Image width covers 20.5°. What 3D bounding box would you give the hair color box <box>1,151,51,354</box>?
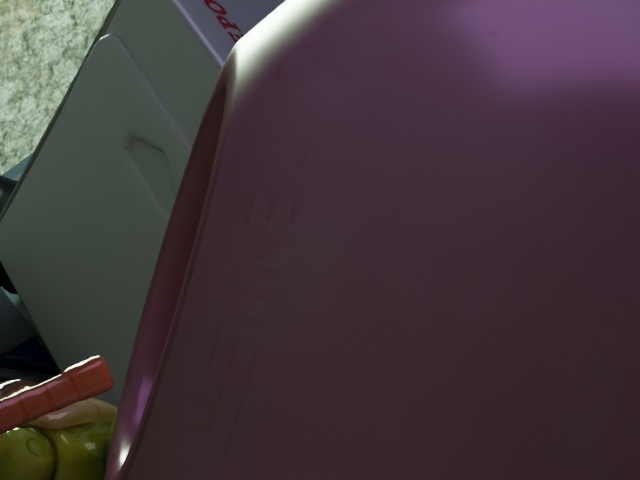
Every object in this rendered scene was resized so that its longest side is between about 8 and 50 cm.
[{"bbox_3d":[-0.175,0.018,1.393,0.185,0.113,0.374,7,-13,-26],"label":"hair color box"}]

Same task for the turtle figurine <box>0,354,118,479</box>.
[{"bbox_3d":[-0.104,0.072,0.612,0.217,0.087,0.269,-2,3,34],"label":"turtle figurine"}]

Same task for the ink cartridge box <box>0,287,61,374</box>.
[{"bbox_3d":[-0.328,0.000,1.245,0.165,0.065,0.332,1,-43,38],"label":"ink cartridge box"}]

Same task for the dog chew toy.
[{"bbox_3d":[0.123,0.053,0.415,0.332,0.206,0.206,16,-2,-9],"label":"dog chew toy"}]

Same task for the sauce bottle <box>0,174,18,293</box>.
[{"bbox_3d":[-0.099,0.034,1.146,0.344,0.111,0.111,24,-9,-31],"label":"sauce bottle"}]

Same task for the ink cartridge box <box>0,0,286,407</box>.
[{"bbox_3d":[0.000,0.000,0.981,0.270,0.197,0.198,9,34,-42],"label":"ink cartridge box"}]
